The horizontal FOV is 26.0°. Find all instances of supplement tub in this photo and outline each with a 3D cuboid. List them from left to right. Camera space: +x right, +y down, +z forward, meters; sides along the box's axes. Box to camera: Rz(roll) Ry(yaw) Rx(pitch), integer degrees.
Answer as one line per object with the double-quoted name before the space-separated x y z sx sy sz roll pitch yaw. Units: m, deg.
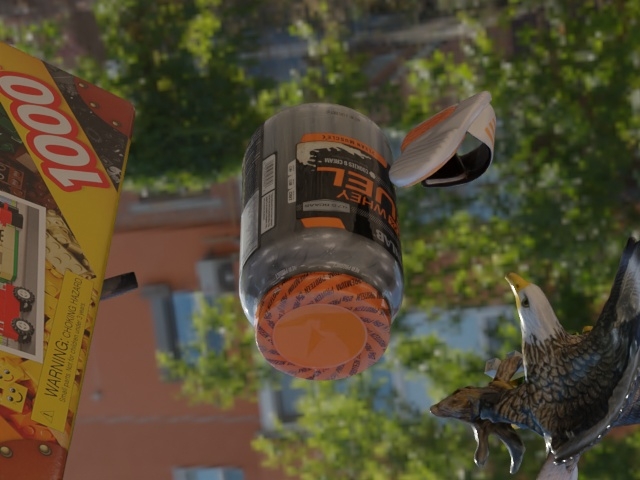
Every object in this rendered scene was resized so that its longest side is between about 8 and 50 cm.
"supplement tub" 0.000 0.000 1.647 0.193 0.193 0.316 -6 -136 4

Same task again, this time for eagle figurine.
"eagle figurine" 0.253 0.113 1.287 0.298 0.225 0.226 -26 -143 35

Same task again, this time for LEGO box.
"LEGO box" -0.356 0.015 0.977 0.372 0.193 0.500 25 -150 -17

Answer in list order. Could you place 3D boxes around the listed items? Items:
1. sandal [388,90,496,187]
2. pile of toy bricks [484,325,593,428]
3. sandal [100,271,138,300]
"sandal" 0.139 -0.089 1.530 0.102 0.076 0.265 -26 -168 26
"pile of toy bricks" 0.273 0.163 1.458 0.105 0.118 0.212 31 145 -25
"sandal" -0.319 0.045 1.487 0.254 0.054 0.097 -3 -175 20
